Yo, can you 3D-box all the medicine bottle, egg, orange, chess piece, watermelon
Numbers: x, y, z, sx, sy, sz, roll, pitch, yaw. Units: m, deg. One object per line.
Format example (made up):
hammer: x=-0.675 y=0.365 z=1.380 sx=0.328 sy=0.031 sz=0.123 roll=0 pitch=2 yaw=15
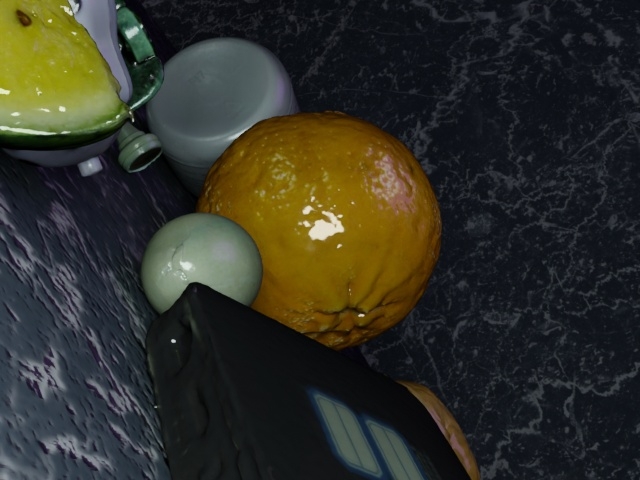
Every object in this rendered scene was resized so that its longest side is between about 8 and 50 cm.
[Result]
medicine bottle: x=-0.145 y=-0.173 z=1.339 sx=0.245 sy=0.245 sz=0.306 roll=58 pitch=-5 yaw=28
egg: x=-0.115 y=0.029 z=0.740 sx=0.114 sy=0.114 sz=0.152 roll=58 pitch=5 yaw=10
orange: x=0.000 y=0.000 z=1.029 sx=0.340 sy=0.340 sz=0.293 roll=55 pitch=14 yaw=-48
chess piece: x=-0.265 y=-0.159 z=0.977 sx=0.149 sy=0.059 sz=0.059 roll=52 pitch=1 yaw=8
watermelon: x=-0.236 y=-0.154 z=0.435 sx=0.301 sy=0.129 sz=0.123 roll=51 pitch=0 yaw=0

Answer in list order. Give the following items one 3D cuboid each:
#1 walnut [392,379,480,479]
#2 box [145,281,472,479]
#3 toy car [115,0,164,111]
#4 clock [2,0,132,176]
walnut: x=0.108 y=0.295 z=1.016 sx=0.226 sy=0.193 sz=0.193 roll=57 pitch=2 yaw=24
box: x=0.032 y=0.205 z=0.620 sx=0.350 sy=0.091 sz=0.359 roll=32 pitch=18 yaw=-37
toy car: x=-0.275 y=-0.231 z=0.752 sx=0.306 sy=0.136 sz=0.125 roll=56 pitch=-11 yaw=6
clock: x=-0.235 y=-0.168 z=0.591 sx=0.189 sy=0.189 sz=0.254 roll=-103 pitch=175 yaw=-84
